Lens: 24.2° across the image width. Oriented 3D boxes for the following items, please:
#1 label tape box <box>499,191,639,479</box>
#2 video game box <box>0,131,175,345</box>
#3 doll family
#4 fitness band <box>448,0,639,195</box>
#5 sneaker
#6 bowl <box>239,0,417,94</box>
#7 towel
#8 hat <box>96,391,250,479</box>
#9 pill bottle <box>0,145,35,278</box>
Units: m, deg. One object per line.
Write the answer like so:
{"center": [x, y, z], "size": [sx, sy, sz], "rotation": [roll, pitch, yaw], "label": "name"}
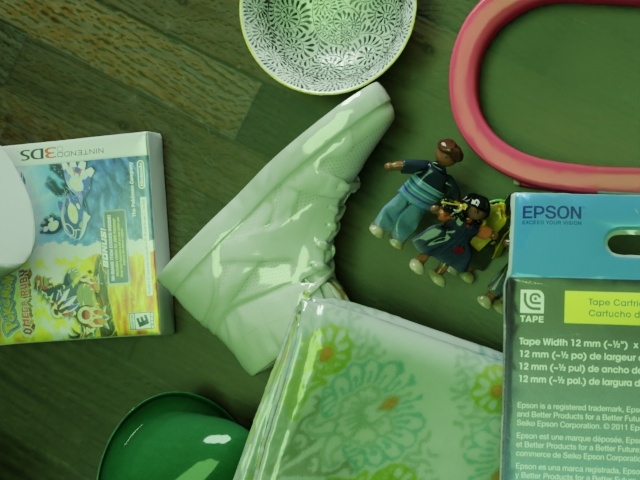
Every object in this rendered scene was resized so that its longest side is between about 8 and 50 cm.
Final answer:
{"center": [0.273, 0.142, 1.220], "size": [0.249, 0.115, 0.348], "rotation": [1, 81, 9], "label": "label tape box"}
{"center": [-0.247, -0.001, 1.499], "size": [0.187, 0.048, 0.205], "rotation": [-5, 88, 16], "label": "video game box"}
{"center": [0.138, -0.016, 1.368], "size": [0.111, 0.193, 0.076], "rotation": [-51, 34, 24], "label": "doll family"}
{"center": [0.264, -0.145, 1.375], "size": [0.290, 0.054, 0.209], "rotation": [6, 88, 13], "label": "fitness band"}
{"center": [0.000, 0.000, 1.415], "size": [0.292, 0.108, 0.169], "rotation": [-45, 82, 18], "label": "sneaker"}
{"center": [0.015, -0.219, 1.419], "size": [0.170, 0.080, 0.170], "rotation": [0, 90, 14], "label": "bowl"}
{"center": [0.098, 0.248, 1.334], "size": [0.374, 0.090, 0.321], "rotation": [19, 96, -10], "label": "towel"}
{"center": [-0.077, 0.209, 1.358], "size": [0.173, 0.183, 0.208], "rotation": [45, 56, -21], "label": "hat"}
{"center": [-0.469, 0.027, 1.451], "size": [0.361, 0.204, 0.204], "rotation": [-27, 83, 19], "label": "pill bottle"}
